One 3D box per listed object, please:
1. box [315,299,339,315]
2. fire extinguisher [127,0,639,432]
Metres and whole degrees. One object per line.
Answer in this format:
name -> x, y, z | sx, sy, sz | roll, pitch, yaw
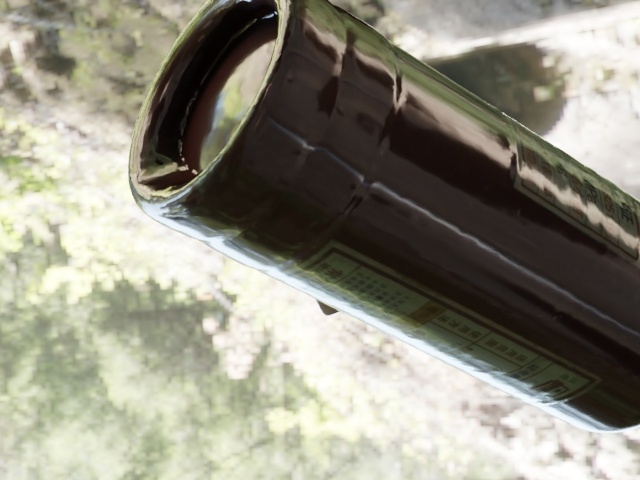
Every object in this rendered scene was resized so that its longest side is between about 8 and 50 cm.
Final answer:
box -> 0.000, 0.000, 1.117 | 0.115, 0.048, 0.025 | 67, -159, 0
fire extinguisher -> 0.052, 0.002, 0.426 | 0.231, 0.099, 0.071 | 27, -84, -32
